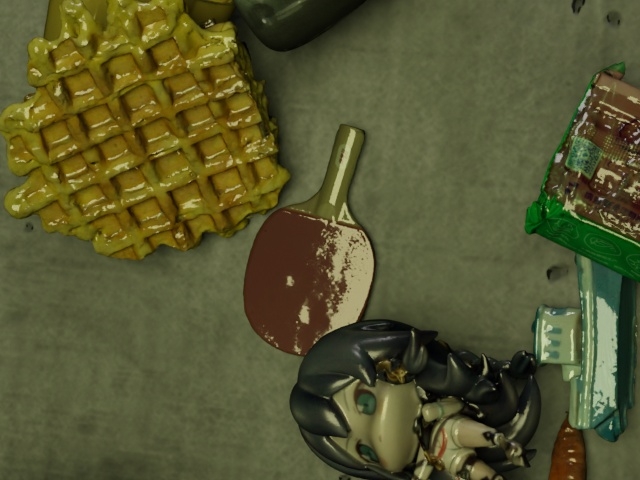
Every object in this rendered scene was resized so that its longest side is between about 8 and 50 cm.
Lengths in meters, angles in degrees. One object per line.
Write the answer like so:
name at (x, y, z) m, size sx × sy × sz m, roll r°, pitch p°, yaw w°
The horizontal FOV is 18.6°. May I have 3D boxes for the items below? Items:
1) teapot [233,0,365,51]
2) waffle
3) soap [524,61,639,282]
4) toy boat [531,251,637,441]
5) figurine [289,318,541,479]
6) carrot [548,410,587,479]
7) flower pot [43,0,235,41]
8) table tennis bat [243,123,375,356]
teapot at (0.022, -0.359, 1.973) m, size 0.285 × 0.305 × 0.223 m, roll -25°, pitch 118°, yaw 7°
waffle at (-0.169, -0.112, 1.955) m, size 0.307 × 0.060 × 0.312 m, roll 5°, pitch 127°, yaw -19°
soap at (0.347, -0.028, 1.855) m, size 0.273 × 0.098 × 0.218 m, roll 25°, pitch 67°, yaw 10°
toy boat at (0.253, 0.088, 1.919) m, size 0.102 × 0.088 × 0.215 m, roll 2°, pitch 90°, yaw 20°
figurine at (0.102, 0.168, 1.903) m, size 0.265 × 0.197 × 0.175 m, roll 21°, pitch 97°, yaw 19°
carrot at (0.238, 0.280, 1.925) m, size 0.057 × 0.057 × 0.224 m, roll 5°, pitch 72°, yaw 17°
flower pot at (-0.204, -0.209, 2.022) m, size 0.195 × 0.195 × 0.179 m, roll 29°, pitch 109°, yaw 15°
table tennis bat at (0.000, 0.000, 2.033) m, size 0.138 × 0.022 × 0.246 m, roll 19°, pitch 96°, yaw 15°
